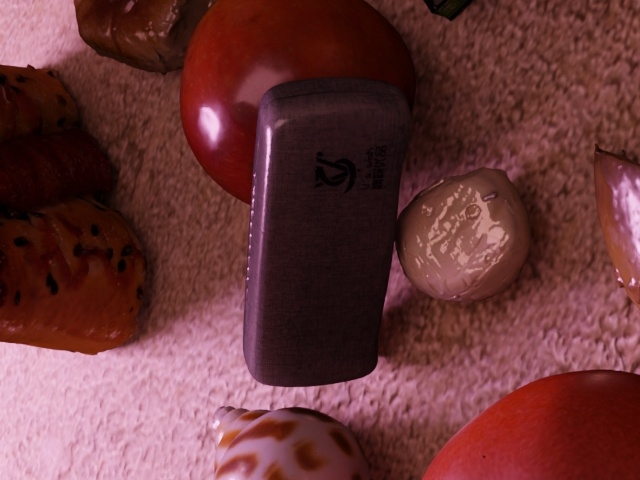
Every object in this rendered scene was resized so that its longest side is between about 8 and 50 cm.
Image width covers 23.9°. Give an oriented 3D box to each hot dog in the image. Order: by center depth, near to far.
[{"bbox_3d":[-0.373,-0.060,1.585,0.196,0.365,0.367,-35,67,27],"label":"hot dog"}]

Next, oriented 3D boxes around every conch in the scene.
[{"bbox_3d":[-0.034,0.246,1.424,0.275,0.148,0.183,-106,38,-63],"label":"conch"}]

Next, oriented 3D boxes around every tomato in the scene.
[{"bbox_3d":[0.213,0.274,1.174,0.341,0.272,0.341,-4,83,36],"label":"tomato"}]

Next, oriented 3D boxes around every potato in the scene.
[{"bbox_3d":[0.301,0.014,1.246,0.243,0.098,0.138,22,100,37],"label":"potato"}]

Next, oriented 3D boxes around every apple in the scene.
[{"bbox_3d":[-0.032,-0.147,1.435,0.230,0.230,0.230,-4,83,36],"label":"apple"}]

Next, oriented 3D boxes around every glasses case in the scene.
[{"bbox_3d":[0.000,0.000,1.367,0.074,0.131,0.323,-108,18,-49],"label":"glasses case"}]

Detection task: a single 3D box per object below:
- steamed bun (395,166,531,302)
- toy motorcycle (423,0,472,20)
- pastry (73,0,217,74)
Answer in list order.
[{"bbox_3d":[0.136,-0.001,1.370,0.130,0.091,0.112,-33,71,27],"label":"steamed bun"},{"bbox_3d":[0.146,-0.278,1.386,0.173,0.100,0.058,-42,64,29],"label":"toy motorcycle"},{"bbox_3d":[-0.177,-0.274,1.626,0.192,0.093,0.182,21,91,39],"label":"pastry"}]
